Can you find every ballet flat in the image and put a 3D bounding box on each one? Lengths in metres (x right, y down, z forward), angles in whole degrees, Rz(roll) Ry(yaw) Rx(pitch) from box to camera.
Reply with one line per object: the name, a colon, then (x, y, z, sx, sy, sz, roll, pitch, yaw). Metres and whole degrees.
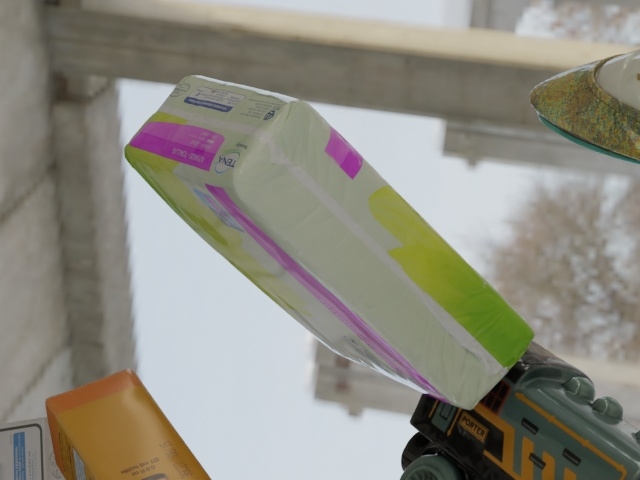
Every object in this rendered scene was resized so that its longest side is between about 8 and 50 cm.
ballet flat: (0.327, -0.103, 1.429, 0.123, 0.348, 0.123, -30, -46, -36)

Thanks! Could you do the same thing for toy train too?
toy train: (0.189, 0.206, 1.391, 0.142, 0.334, 0.190, 16, -78, -37)

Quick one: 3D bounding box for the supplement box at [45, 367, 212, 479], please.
supplement box: (-0.122, 0.196, 1.269, 0.078, 0.233, 0.080, -19, -51, -23)

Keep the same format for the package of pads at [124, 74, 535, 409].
package of pads: (0.000, 0.000, 1.372, 0.296, 0.229, 0.101, 44, -102, -27)

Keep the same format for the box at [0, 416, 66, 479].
box: (-0.308, 0.223, 1.551, 0.169, 0.290, 0.087, 15, -114, -58)
